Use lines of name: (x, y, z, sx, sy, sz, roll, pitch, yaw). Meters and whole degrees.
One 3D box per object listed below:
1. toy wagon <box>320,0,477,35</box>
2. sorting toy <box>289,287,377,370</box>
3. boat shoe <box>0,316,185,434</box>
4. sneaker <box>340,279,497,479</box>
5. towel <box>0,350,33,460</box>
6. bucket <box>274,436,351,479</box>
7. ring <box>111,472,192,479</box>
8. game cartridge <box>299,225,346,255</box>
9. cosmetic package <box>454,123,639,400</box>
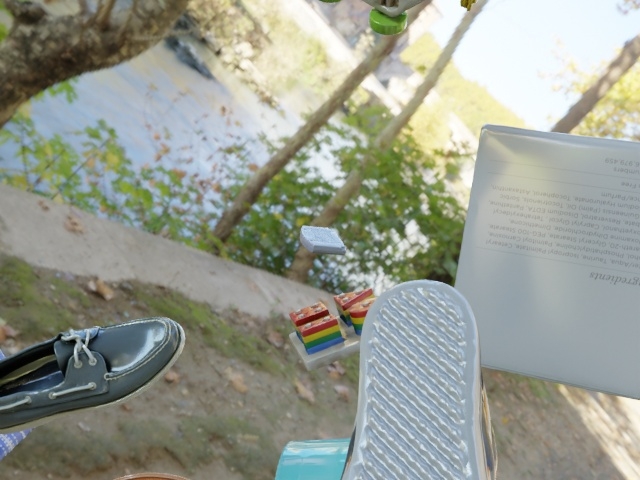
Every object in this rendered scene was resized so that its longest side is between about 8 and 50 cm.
toy wagon: (0.089, -0.410, 0.988, 0.344, 0.068, 0.267, 37, -30, 26)
sorting toy: (0.053, 0.199, 1.816, 0.257, 0.255, 0.089, -147, -142, -77)
boat shoe: (-0.356, 0.185, 1.077, 0.099, 0.319, 0.116, 73, -6, -52)
sneaker: (0.066, 0.193, 0.523, 0.127, 0.126, 0.321, 72, 28, -50)
towel: (-0.614, 0.287, 1.222, 0.243, 0.040, 0.336, 60, 23, -11)
bucket: (0.031, 0.473, 1.281, 0.281, 0.183, 0.281, -2, 90, -78)
ring: (-0.248, 0.512, 1.100, 0.336, 0.336, 0.032, 49, 1, 2)
game cartridge: (0.000, 0.000, 1.052, 0.056, 0.017, 0.083, 9, 18, -16)
cosmetic package: (0.421, 0.024, 1.299, 0.327, 0.394, 0.329, 10, 4, 16)
